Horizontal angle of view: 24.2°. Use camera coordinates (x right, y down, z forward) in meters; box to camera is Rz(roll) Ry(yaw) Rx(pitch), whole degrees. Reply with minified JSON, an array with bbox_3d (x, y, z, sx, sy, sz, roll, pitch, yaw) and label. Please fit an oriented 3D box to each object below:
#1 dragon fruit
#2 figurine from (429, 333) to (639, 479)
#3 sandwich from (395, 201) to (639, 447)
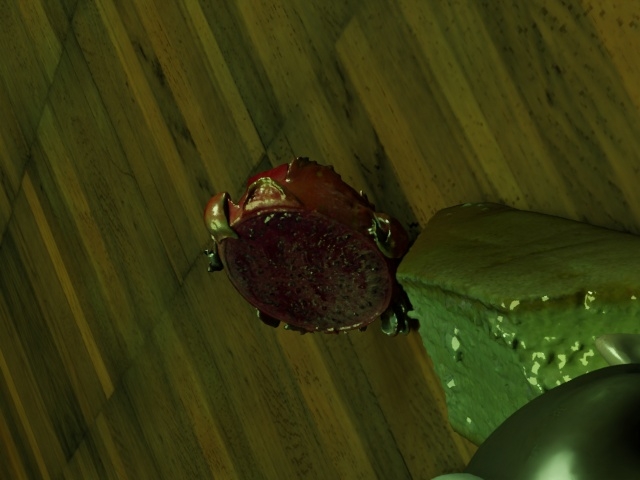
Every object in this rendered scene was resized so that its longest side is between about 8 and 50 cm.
[{"bbox_3d":[-0.004,-0.003,0.875,0.068,0.126,0.112,-72,-13,-45],"label":"dragon fruit"},{"bbox_3d":[0.133,0.088,0.437,0.161,0.275,0.158,62,169,17],"label":"figurine"},{"bbox_3d":[0.106,0.045,0.671,0.258,0.096,0.094,15,124,64],"label":"sandwich"}]
